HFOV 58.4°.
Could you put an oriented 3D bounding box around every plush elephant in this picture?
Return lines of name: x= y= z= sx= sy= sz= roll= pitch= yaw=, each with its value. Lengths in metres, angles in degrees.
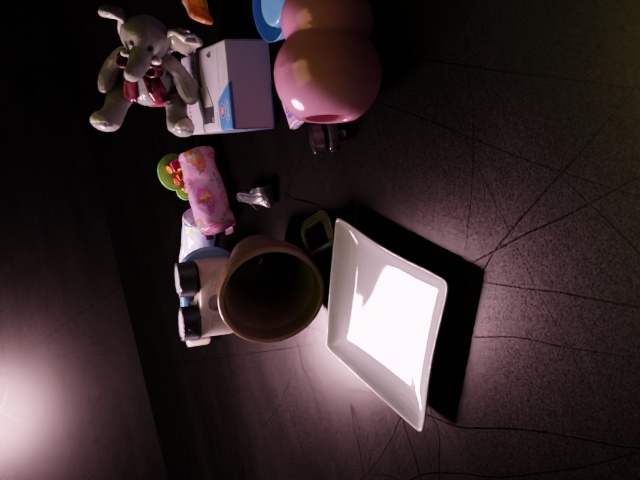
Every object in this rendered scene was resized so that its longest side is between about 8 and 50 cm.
plush elephant: x=-0.445 y=-0.454 z=1.466 sx=0.255 sy=0.272 sz=0.330 roll=108 pitch=172 yaw=-75

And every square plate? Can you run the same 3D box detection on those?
square plate: x=0.132 y=0.164 z=1.209 sx=0.347 sy=0.049 sz=0.344 roll=33 pitch=126 yaw=48

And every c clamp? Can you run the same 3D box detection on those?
c clamp: x=0.000 y=0.000 z=1.387 sx=0.161 sy=0.022 sz=0.137 roll=-21 pitch=82 yaw=57

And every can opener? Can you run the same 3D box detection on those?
can opener: x=0.012 y=-0.279 z=1.248 sx=0.059 sy=0.073 sz=0.186 roll=163 pitch=104 yaw=-66

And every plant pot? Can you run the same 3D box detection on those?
plant pot: x=-0.146 y=0.094 z=1.465 sx=0.229 sy=0.263 sz=0.263 roll=-128 pitch=37 yaw=-61

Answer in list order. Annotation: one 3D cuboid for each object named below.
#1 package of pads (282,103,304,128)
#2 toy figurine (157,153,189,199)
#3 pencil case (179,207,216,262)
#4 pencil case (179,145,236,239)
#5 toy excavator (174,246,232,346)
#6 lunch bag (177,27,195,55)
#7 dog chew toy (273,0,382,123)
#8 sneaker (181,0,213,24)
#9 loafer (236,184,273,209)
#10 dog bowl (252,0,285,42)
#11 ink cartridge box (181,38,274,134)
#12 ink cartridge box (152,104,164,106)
package of pads: x=-0.063 y=-0.315 z=1.375 sx=0.050 sy=0.032 sz=0.083 roll=-28 pitch=76 yaw=54
toy figurine: x=-0.450 y=-0.223 z=1.954 sx=0.159 sy=0.130 sz=0.173 roll=-2 pitch=120 yaw=48
pencil case: x=-0.428 y=0.016 z=1.966 sx=0.113 sy=0.124 sz=0.273 roll=53 pitch=139 yaw=35
pencil case: x=-0.356 y=-0.153 z=1.809 sx=0.124 sy=0.124 sz=0.284 roll=-36 pitch=70 yaw=55
toy excavator: x=-0.384 y=0.209 z=1.919 sx=0.445 sy=0.222 sz=0.433 roll=-145 pitch=53 yaw=-64
lunch bag: x=-0.435 y=-0.631 z=1.834 sx=0.071 sy=0.053 sz=0.083 roll=35 pitch=153 yaw=47
dog chew toy: x=0.013 y=-0.397 z=1.089 sx=0.207 sy=0.207 sz=0.331 roll=2 pitch=93 yaw=57
sneaker: x=-0.364 y=-0.698 z=1.695 sx=0.175 sy=0.064 sz=0.067 roll=55 pitch=131 yaw=28
loafer: x=-0.186 y=-0.115 z=1.607 sx=0.170 sy=0.062 sz=0.061 roll=-2 pitch=103 yaw=59
dog bowl: x=-0.057 y=-0.567 z=1.247 sx=0.297 sy=0.074 sz=0.166 roll=-47 pitch=61 yaw=52
ink cartridge box: x=-0.258 y=-0.406 z=1.557 sx=0.307 sy=0.129 sz=0.223 roll=12 pitch=109 yaw=56
ink cartridge box: x=-0.621 y=-0.574 z=2.118 sx=0.231 sy=0.078 sz=0.134 roll=31 pitch=125 yaw=49
